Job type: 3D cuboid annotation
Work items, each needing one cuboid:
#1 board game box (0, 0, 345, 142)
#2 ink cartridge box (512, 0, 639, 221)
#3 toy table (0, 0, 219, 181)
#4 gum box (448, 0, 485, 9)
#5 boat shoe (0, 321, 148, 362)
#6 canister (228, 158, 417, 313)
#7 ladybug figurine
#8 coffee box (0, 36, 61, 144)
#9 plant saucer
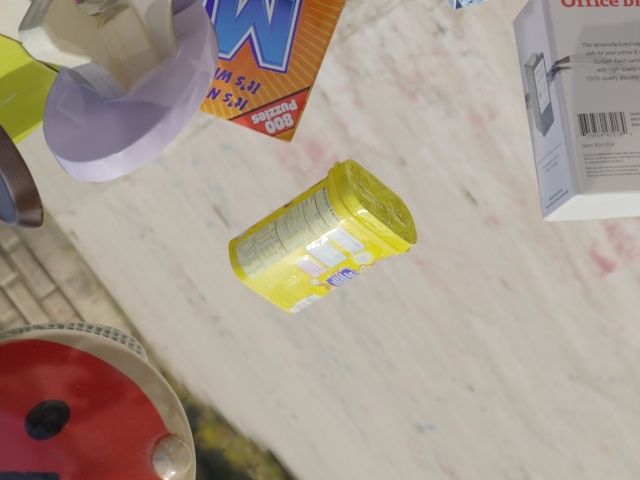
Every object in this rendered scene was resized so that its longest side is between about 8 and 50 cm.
[{"bbox_3d":[-0.131,-0.379,1.563,0.356,0.356,0.356,20,-162,-5],"label":"board game box"},{"bbox_3d":[0.362,-0.171,1.581,0.115,0.198,0.273,128,138,-71],"label":"ink cartridge box"},{"bbox_3d":[-0.206,-0.206,1.234,0.274,0.252,0.161,-98,-14,-51],"label":"toy table"},{"bbox_3d":[0.276,-0.429,1.884,0.157,0.184,0.041,86,166,-52],"label":"gum box"},{"bbox_3d":[-0.457,0.257,1.699,0.187,0.500,0.156,44,148,35],"label":"boat shoe"},{"bbox_3d":[0.000,0.000,1.398,0.126,0.170,0.073,36,-148,-39],"label":"canister"},{"bbox_3d":[-0.323,0.249,1.375,0.162,0.449,0.305,1,-105,-53],"label":"ladybug figurine"},{"bbox_3d":[-0.578,-0.271,1.717,0.334,0.337,0.338,52,-177,17],"label":"coffee box"},{"bbox_3d":[-0.371,-0.081,1.456,0.168,0.029,0.168,41,151,29],"label":"plant saucer"}]
